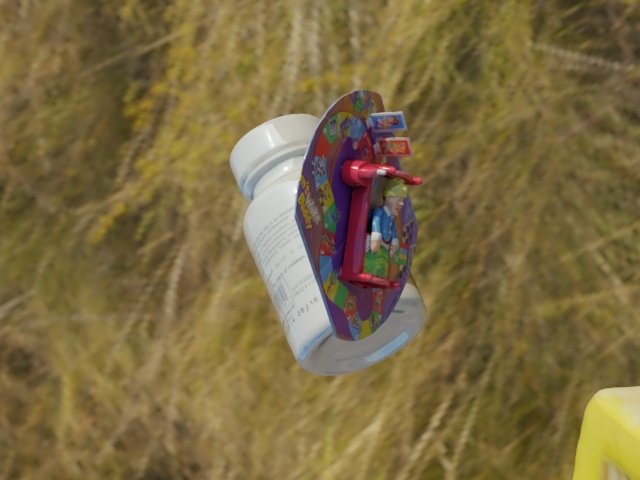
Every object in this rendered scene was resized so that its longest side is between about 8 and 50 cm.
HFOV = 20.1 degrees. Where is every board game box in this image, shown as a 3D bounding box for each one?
[{"bbox_3d":[0.039,-0.014,1.202,0.033,0.133,0.169,4,128,31],"label":"board game box"}]

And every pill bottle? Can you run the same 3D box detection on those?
[{"bbox_3d":[0.000,0.000,1.704,0.229,0.131,0.131,66,146,27],"label":"pill bottle"}]

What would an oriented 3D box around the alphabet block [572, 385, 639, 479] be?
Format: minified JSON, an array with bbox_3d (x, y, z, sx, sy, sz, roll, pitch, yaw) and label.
[{"bbox_3d":[0.226,0.176,0.752,0.192,0.197,0.193,-141,53,-60],"label":"alphabet block"}]
